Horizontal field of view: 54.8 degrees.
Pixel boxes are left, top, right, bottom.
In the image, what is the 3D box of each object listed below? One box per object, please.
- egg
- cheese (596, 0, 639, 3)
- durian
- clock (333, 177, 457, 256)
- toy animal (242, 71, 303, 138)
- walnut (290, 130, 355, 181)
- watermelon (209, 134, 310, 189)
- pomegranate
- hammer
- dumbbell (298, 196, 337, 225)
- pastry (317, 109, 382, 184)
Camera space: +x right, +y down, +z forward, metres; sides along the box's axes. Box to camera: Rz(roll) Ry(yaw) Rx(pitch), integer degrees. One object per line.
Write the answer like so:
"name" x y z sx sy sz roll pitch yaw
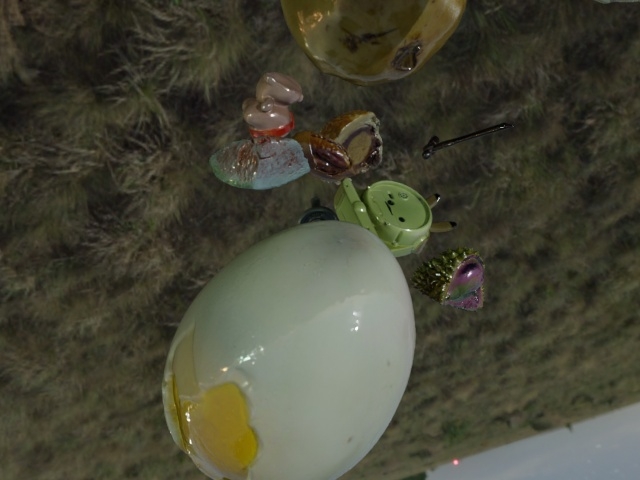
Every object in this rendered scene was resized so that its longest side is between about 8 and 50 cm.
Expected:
"egg" -0.028 0.136 0.751 0.283 0.283 0.345 11 120 -51
"cheese" 0.327 -0.406 0.703 0.266 0.233 0.127 9 168 -13
"durian" 0.240 0.055 1.117 0.186 0.119 0.108 13 107 -50
"clock" 0.151 -0.049 1.218 0.232 0.170 0.069 -3 139 -26
"toy animal" -0.138 -0.369 1.733 0.171 0.171 0.198 5 118 -44
"walnut" 0.005 -0.225 1.678 0.207 0.116 0.116 28 144 -10
"watermelon" -0.114 -0.130 1.056 0.180 0.094 0.081 -10 -159 19
"pomegranate" 0.091 -0.451 1.114 0.332 0.332 0.332 -16 158 -6
"hammer" 0.271 -0.193 1.146 0.178 0.065 0.021 -15 122 37
"dumbbell" 0.000 0.000 1.236 0.081 0.254 0.082 -4 133 -4
"pastry" 0.077 -0.334 2.091 0.256 0.170 0.237 -31 138 -17
